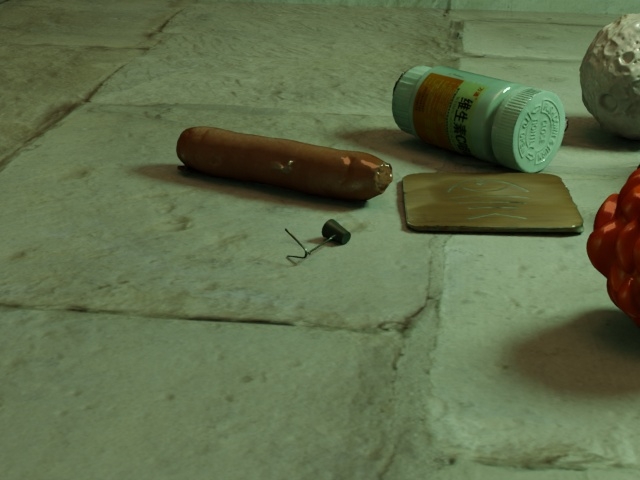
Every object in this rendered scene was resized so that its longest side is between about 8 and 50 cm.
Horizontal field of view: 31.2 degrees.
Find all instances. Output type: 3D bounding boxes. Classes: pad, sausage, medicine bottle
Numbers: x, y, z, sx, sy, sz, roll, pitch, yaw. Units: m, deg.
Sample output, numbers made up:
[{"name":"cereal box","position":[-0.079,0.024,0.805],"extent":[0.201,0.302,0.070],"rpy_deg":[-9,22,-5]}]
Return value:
[{"name":"pad","position":[0.284,-0.069,1.944],"extent":[0.286,0.018,0.284],"rpy_deg":[1,21,1]},{"name":"sausage","position":[-0.070,-0.134,2.004],"extent":[0.419,0.094,0.094],"rpy_deg":[12,39,26]},{"name":"medicine bottle","position":[0.293,-0.239,2.190],"extent":[0.158,0.158,0.318],"rpy_deg":[-17,28,-38]}]

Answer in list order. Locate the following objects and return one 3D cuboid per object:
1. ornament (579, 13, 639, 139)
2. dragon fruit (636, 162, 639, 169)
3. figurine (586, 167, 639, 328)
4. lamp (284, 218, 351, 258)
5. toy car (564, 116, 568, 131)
[{"name":"ornament","position":[0.641,-0.331,2.302],"extent":[0.225,0.259,0.259],"rpy_deg":[14,25,40]},{"name":"dragon fruit","position":[0.607,-0.108,1.859],"extent":[0.188,0.182,0.182],"rpy_deg":[14,17,-19]},{"name":"figurine","position":[0.538,0.040,1.390],"extent":[0.306,0.241,0.412],"rpy_deg":[-40,44,-7]},{"name":"lamp","position":[0.001,0.000,1.743],"extent":[0.054,0.041,0.121],"rpy_deg":[29,31,35]},{"name":"toy car","position":[0.425,-0.214,2.273],"extent":[0.142,0.055,0.069],"rpy_deg":[-15,16,-11]}]
